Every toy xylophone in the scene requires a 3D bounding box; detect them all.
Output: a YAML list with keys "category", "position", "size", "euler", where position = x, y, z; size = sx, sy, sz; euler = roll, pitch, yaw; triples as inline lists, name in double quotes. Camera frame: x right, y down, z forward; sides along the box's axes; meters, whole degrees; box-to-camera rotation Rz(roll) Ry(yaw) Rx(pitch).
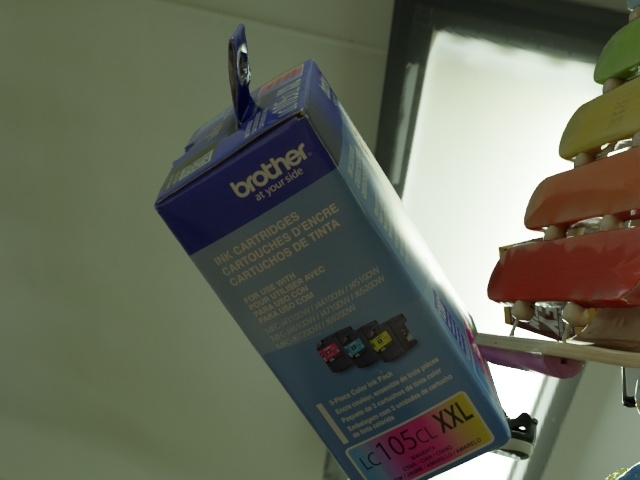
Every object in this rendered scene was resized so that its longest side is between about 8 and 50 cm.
- category: "toy xylophone"
  position: [0.188, -0.056, 0.554]
  size: [0.081, 0.323, 0.236]
  euler: [24, -15, -7]

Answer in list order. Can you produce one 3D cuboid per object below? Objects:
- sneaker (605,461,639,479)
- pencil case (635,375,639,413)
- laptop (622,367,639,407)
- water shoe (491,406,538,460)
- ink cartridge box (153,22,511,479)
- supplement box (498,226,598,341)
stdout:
- category: "sneaker"
  position: [0.437, 0.395, 1.328]
  size: [0.091, 0.240, 0.126]
  euler: [43, -46, 13]
- category: "pencil case"
  position: [0.301, 0.183, 0.636]
  size: [0.124, 0.273, 0.113]
  euler: [15, -60, 1]
- category: "laptop"
  position: [0.472, -0.050, 0.903]
  size: [0.408, 0.382, 0.236]
  euler: [-18, -84, 21]
- category: "water shoe"
  position: [0.279, 0.310, 1.513]
  size: [0.203, 0.080, 0.073]
  euler: [6, -24, 47]
- category: "ink cartridge box"
  position: [0.000, 0.000, 0.827]
  size: [0.151, 0.270, 0.395]
  euler: [-32, -73, 11]
- category: "supplement box"
  position: [0.410, 0.064, 1.374]
  size: [0.191, 0.194, 0.129]
  euler: [15, -65, 63]
